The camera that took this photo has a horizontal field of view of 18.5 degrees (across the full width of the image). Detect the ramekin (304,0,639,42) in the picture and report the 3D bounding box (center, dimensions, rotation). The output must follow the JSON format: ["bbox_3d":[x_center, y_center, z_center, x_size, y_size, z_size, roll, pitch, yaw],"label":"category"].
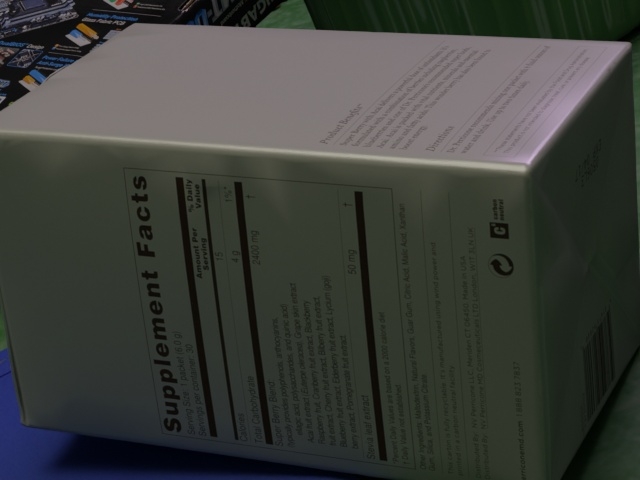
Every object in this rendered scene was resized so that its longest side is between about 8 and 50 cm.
[{"bbox_3d":[0.116,-0.231,1.432,0.303,0.148,0.303,-15,28,8],"label":"ramekin"}]

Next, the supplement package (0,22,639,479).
[{"bbox_3d":[0.000,0.000,1.007,0.293,0.175,0.177,6,27,24],"label":"supplement package"}]

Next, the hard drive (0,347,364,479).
[{"bbox_3d":[-0.122,0.135,1.047,0.210,0.040,0.319,-28,29,-17],"label":"hard drive"}]

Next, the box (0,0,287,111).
[{"bbox_3d":[-0.221,-0.127,1.424,0.295,0.073,0.293,9,44,35],"label":"box"}]
